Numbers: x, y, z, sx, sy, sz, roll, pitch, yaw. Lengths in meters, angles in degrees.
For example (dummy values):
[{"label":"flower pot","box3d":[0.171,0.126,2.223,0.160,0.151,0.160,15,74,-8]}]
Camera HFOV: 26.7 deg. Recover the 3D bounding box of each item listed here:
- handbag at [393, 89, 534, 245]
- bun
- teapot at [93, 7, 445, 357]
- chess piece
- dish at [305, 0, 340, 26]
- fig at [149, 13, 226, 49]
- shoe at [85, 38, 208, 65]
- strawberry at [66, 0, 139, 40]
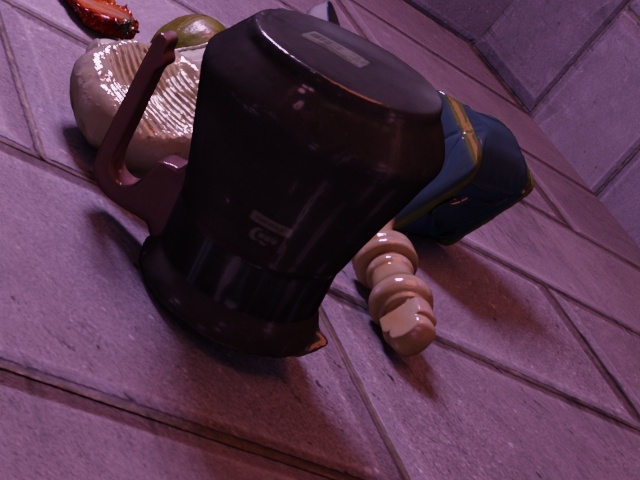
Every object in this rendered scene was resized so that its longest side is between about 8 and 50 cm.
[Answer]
[{"label":"handbag","box3d":[0.214,-0.129,2.407,0.241,0.263,0.222,12,48,-58]},{"label":"bun","box3d":[-0.232,-0.164,1.816,0.231,0.133,0.231,16,42,-15]},{"label":"teapot","box3d":[-0.075,-0.079,1.592,0.376,0.361,0.305,31,21,9]},{"label":"chess piece","box3d":[0.099,0.037,2.057,0.117,0.117,0.397,29,24,-30]},{"label":"dish","box3d":[-0.015,-0.310,2.576,0.273,0.134,0.273,-12,90,-83]},{"label":"fig","box3d":[-0.243,-0.281,2.144,0.245,0.149,0.149,-18,58,-46]},{"label":"shoe","box3d":[-0.172,-0.241,1.992,0.342,0.210,0.132,29,22,-30]},{"label":"strawberry","box3d":[-0.359,-0.365,2.175,0.152,0.048,0.104,29,22,17]}]
